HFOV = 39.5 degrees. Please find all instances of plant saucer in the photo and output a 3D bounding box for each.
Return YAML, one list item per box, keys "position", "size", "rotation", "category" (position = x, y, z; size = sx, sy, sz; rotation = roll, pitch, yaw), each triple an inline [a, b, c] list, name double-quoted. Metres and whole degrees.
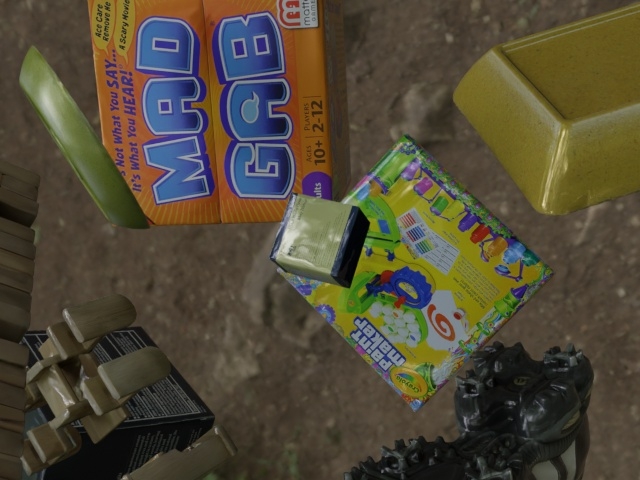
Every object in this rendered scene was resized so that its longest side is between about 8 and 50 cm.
- position: [0.354, -0.187, 1.060]
  size: [0.333, 0.333, 0.081]
  rotation: [-109, 2, -55]
  category: "plant saucer"
- position: [-0.274, -0.106, 1.010]
  size: [0.241, 0.037, 0.241]
  rotation: [53, 168, 16]
  category: "plant saucer"

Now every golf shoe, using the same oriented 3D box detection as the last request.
- position: [0.066, 0.122, 0.381]
  size: [0.077, 0.198, 0.093]
  rotation: [6, 115, 43]
  category: "golf shoe"

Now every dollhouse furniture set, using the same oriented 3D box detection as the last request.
- position: [-0.243, 0.206, 1.076]
  size: [0.212, 0.161, 0.242]
  rotation: [-41, 77, 32]
  category: "dollhouse furniture set"

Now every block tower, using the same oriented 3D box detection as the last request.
- position: [-0.239, 0.069, 0.553]
  size: [0.091, 0.097, 0.335]
  rotation: [-52, 31, 26]
  category: "block tower"

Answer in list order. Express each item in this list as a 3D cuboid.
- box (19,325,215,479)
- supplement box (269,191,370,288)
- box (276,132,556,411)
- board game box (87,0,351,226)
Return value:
- position: [-0.395, 0.297, 1.520]
  size: [0.296, 0.294, 0.182]
  rotation: [39, 115, 43]
  category: "box"
- position: [0.000, 0.000, 0.998]
  size: [0.083, 0.083, 0.056]
  rotation: [13, 166, 21]
  category: "supplement box"
- position: [0.146, 0.048, 1.332]
  size: [0.290, 0.279, 0.177]
  rotation: [46, -173, 12]
  category: "box"
- position: [-0.144, -0.236, 1.508]
  size: [0.356, 0.356, 0.356]
  rotation: [-64, -29, -76]
  category: "board game box"
